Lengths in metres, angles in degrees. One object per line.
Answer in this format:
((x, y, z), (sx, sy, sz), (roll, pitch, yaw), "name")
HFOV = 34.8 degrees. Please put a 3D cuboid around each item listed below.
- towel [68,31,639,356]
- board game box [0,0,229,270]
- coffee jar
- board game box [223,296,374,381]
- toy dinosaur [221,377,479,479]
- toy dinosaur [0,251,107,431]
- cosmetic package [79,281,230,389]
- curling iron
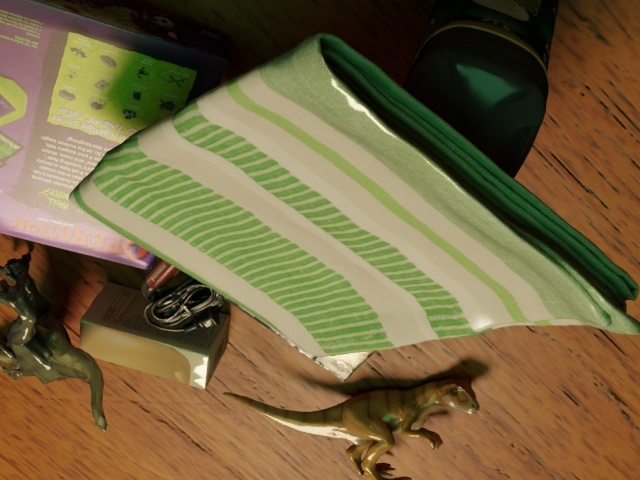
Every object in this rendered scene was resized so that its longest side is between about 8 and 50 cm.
((0.000, 0.000, 0.627), (0.248, 0.038, 0.325), (35, 156, -24), "towel")
((-0.260, -0.105, 0.733), (0.347, 0.056, 0.208), (15, 123, -16), "board game box")
((0.094, -0.101, 0.608), (0.079, 0.184, 0.096), (22, 126, 1), "coffee jar")
((-0.018, 0.022, 0.817), (0.186, 0.026, 0.126), (36, 124, -8), "board game box")
((0.034, 0.159, 0.882), (0.211, 0.064, 0.112), (-10, 101, 11), "toy dinosaur")
((-0.237, 0.078, 0.854), (0.268, 0.064, 0.118), (4, 119, 60), "toy dinosaur")
((-0.141, 0.080, 0.870), (0.115, 0.060, 0.041), (16, 125, 8), "cosmetic package")
((-0.056, -0.024, 0.762), (0.068, 0.035, 0.274), (25, 124, -19), "curling iron")
